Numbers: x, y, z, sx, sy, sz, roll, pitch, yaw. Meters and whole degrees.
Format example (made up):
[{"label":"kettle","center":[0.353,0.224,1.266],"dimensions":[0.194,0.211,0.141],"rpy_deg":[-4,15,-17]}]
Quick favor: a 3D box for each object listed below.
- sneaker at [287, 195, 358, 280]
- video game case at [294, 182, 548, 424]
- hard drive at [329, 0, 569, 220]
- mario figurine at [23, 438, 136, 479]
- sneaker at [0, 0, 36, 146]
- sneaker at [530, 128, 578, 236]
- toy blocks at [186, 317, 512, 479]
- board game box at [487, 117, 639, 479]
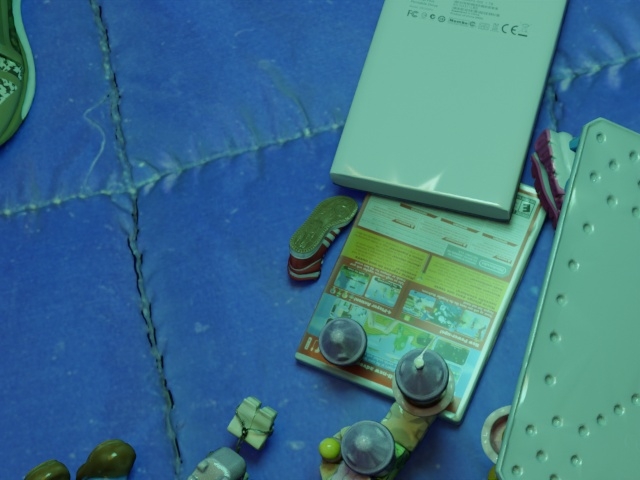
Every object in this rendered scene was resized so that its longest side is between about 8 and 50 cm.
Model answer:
[{"label":"sneaker","center":[0.000,0.000,1.916],"dimensions":[0.042,0.067,0.118],"rpy_deg":[31,49,20]},{"label":"video game case","center":[0.118,0.043,1.884],"dimensions":[0.204,0.025,0.285],"rpy_deg":[21,76,15]},{"label":"hard drive","center":[0.156,-0.190,1.931],"dimensions":[0.210,0.040,0.319],"rpy_deg":[12,68,13]},{"label":"mario figurine","center":[-0.181,0.352,1.755],"dimensions":[0.198,0.170,0.321],"rpy_deg":[-33,68,-4]},{"label":"sneaker","center":[-0.438,-0.302,2.013],"dimensions":[0.158,0.182,0.410],"rpy_deg":[-4,71,8]},{"label":"sneaker","center":[0.311,-0.007,1.826],"dimensions":[0.111,0.103,0.252],"rpy_deg":[-7,81,-9]},{"label":"toy blocks","center":[0.032,0.225,1.690],"dimensions":[0.309,0.260,0.289],"rpy_deg":[33,84,13]},{"label":"board game box","center":[0.383,0.122,1.700],"dimensions":[0.390,0.050,0.390],"rpy_deg":[21,73,-17]}]
